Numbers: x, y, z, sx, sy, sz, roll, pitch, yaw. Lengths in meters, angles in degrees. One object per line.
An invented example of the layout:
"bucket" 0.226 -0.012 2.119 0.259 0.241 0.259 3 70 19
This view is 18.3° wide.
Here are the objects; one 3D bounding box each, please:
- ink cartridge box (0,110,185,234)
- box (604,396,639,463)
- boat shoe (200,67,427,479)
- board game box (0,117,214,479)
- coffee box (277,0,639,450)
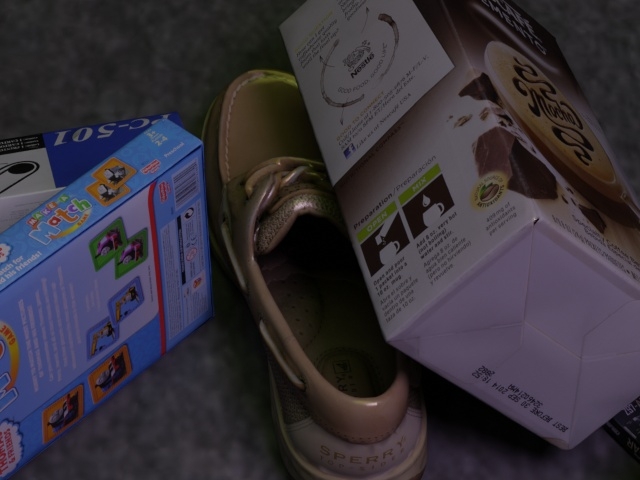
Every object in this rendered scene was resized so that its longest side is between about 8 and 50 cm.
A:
"ink cartridge box" -0.185 -0.032 1.288 0.207 0.046 0.097 -9 27 -9
"box" 0.225 0.111 1.205 0.083 0.018 0.067 -30 55 -24
"boat shoe" 0.000 0.000 1.238 0.122 0.110 0.341 -11 50 -10
"board game box" -0.151 0.045 1.164 0.039 0.160 0.211 34 56 27
"coffee box" 0.097 -0.042 1.200 0.119 0.168 0.297 -41 40 21
